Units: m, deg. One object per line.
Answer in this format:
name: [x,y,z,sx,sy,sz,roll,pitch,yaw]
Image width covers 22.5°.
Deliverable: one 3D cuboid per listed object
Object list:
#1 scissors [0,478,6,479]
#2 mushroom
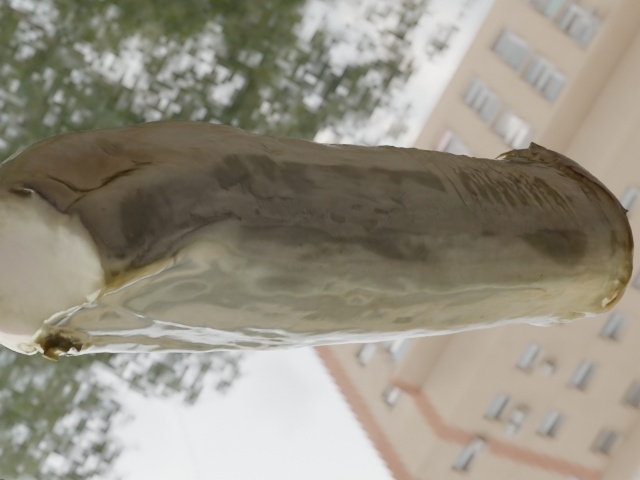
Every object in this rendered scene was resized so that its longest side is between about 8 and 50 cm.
scissors: [-0.066,0.145,0.695,0.289,0.041,0.138,-5,-133,-33]
mushroom: [0.000,0.000,0.662,0.122,0.095,0.351,12,-170,44]
